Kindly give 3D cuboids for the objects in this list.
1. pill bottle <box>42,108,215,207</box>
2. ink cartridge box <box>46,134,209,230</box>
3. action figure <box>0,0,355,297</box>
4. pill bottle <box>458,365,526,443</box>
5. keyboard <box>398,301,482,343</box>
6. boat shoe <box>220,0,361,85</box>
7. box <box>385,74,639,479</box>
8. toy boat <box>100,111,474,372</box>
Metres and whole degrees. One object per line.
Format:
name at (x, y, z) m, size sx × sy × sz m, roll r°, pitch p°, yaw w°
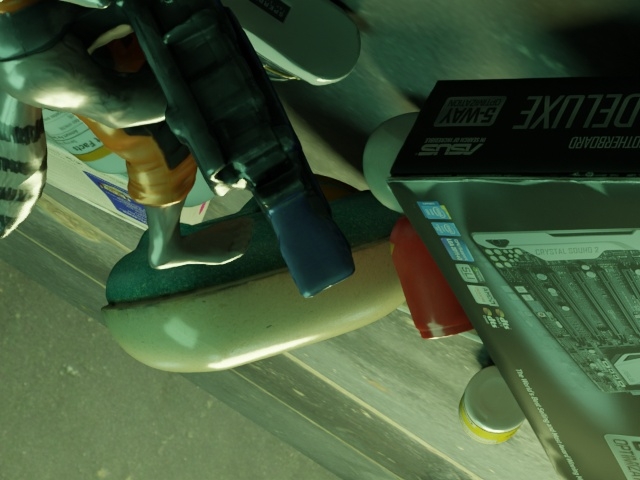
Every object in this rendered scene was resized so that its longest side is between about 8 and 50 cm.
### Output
pill bottle at (-0.154, -0.132, 1.174) m, size 0.245 × 0.136 × 0.136 m, roll 39°, pitch 165°, yaw -29°
ink cartridge box at (-0.195, -0.072, 1.568) m, size 0.175 × 0.069 × 0.371 m, roll 25°, pitch 171°, yaw 4°
action figure at (-0.119, -0.077, 0.879) m, size 0.341 × 0.178 × 0.330 m, roll 62°, pitch 174°, yaw 22°
pill bottle at (0.168, 0.163, 1.666) m, size 0.065 × 0.065 × 0.116 m, roll 30°, pitch 167°, yaw 7°
keyboard at (0.156, 0.059, 1.307) m, size 0.256 × 0.072 × 0.014 m, roll 21°, pitch 149°, yaw 39°
boat shoe at (-0.065, -0.153, 1.051) m, size 0.183 × 0.065 × 0.083 m, roll 37°, pitch 165°, yaw -23°
box at (0.207, 0.045, 0.896) m, size 0.242 × 0.076 × 0.307 m, roll 3°, pitch 141°, yaw 35°
toy boat at (0.000, 0.000, 1.234) m, size 0.318 × 0.267 × 0.148 m, roll -9°, pitch 96°, yaw 54°
